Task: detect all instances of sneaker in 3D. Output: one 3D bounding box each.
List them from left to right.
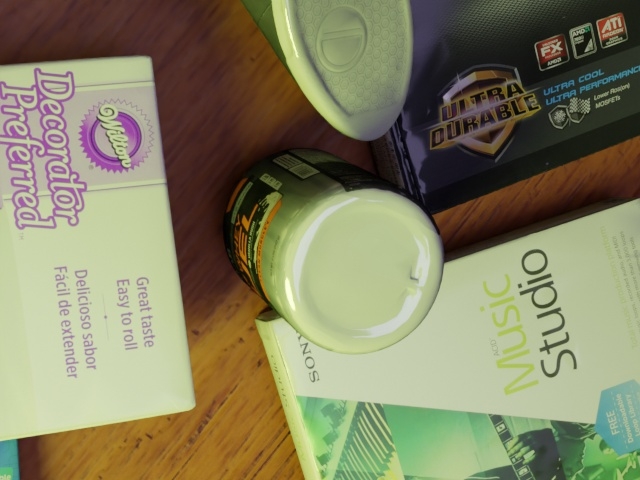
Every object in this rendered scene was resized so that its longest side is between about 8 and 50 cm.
[{"bbox_3d":[-0.043,-0.200,0.910,0.104,0.147,0.296,-43,121,-23],"label":"sneaker"}]

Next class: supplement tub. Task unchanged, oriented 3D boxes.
[{"bbox_3d":[0.000,0.000,0.936,0.117,0.190,0.117,-4,103,-17],"label":"supplement tub"}]

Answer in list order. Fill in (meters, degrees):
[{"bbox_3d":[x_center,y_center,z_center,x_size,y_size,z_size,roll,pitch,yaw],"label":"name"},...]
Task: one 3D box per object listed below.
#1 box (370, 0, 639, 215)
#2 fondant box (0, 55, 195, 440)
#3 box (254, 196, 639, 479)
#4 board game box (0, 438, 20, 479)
[{"bbox_3d":[0.153,-0.203,1.006,0.295,0.073,0.293,-20,109,-14],"label":"box"},{"bbox_3d":[-0.262,0.014,0.872,0.330,0.096,0.238,-7,88,-18],"label":"fondant box"},{"bbox_3d":[0.134,0.120,1.056,0.322,0.058,0.232,-18,95,-13],"label":"box"},{"bbox_3d":[-0.294,0.168,0.953,0.160,0.047,0.210,-5,103,-16],"label":"board game box"}]
